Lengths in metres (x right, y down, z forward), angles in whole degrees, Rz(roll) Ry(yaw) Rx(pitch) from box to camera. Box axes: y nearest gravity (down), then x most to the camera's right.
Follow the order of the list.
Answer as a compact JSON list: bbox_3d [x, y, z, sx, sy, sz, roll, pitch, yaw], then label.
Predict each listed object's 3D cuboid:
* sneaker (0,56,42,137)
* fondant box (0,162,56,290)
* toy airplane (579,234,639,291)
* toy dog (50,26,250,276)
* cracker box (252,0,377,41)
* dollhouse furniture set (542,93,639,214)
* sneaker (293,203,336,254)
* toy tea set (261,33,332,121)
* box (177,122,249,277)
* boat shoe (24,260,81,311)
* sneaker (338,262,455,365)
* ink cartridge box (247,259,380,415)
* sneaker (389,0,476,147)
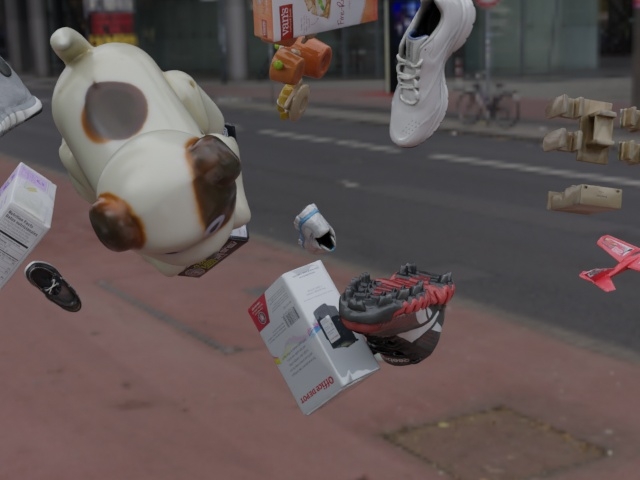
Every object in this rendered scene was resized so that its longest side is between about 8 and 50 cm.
[{"bbox_3d":[-0.491,-0.200,1.495,0.086,0.132,0.229,-23,16,20],"label":"sneaker"},{"bbox_3d":[-0.662,0.028,2.114,0.096,0.330,0.238,37,12,-22],"label":"fondant box"},{"bbox_3d":[0.457,0.039,1.601,0.151,0.028,0.151,-5,28,3],"label":"toy airplane"},{"bbox_3d":[-0.250,-0.128,1.634,0.284,0.395,0.408,-25,40,-9],"label":"toy dog"},{"bbox_3d":[-0.007,-0.445,1.848,0.232,0.156,0.067,-19,31,-31],"label":"cracker box"},{"bbox_3d":[0.596,-0.188,2.373,0.212,0.242,0.161,7,-5,-12],"label":"dollhouse furniture set"},{"bbox_3d":[0.000,0.000,2.163,0.071,0.083,0.191,-41,-21,-5],"label":"sneaker"},{"bbox_3d":[-0.075,-0.409,2.218,0.124,0.200,0.336,23,-24,16],"label":"toy tea set"},{"bbox_3d":[-0.242,-0.085,2.236,0.060,0.270,0.216,6,-27,-34],"label":"box"},{"bbox_3d":[-0.435,0.078,1.738,0.046,0.125,0.038,-41,49,-7],"label":"boat shoe"},{"bbox_3d":[0.100,0.109,1.414,0.097,0.135,0.276,14,9,24],"label":"sneaker"},{"bbox_3d":[-0.011,0.136,1.470,0.072,0.175,0.127,-21,-15,-36],"label":"ink cartridge box"},{"bbox_3d":[0.175,-0.311,1.903,0.111,0.297,0.129,21,12,31],"label":"sneaker"}]
